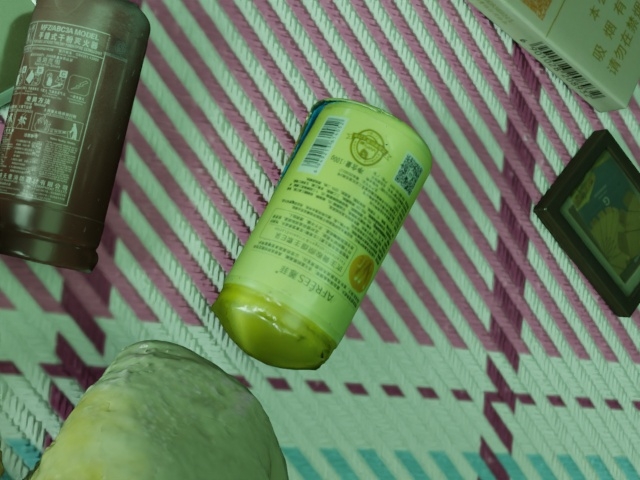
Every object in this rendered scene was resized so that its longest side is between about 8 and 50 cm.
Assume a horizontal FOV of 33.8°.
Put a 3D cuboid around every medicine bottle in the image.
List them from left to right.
[{"bbox_3d":[0.000,0.000,0.934,0.124,0.124,0.239,35,74,-23],"label":"medicine bottle"}]

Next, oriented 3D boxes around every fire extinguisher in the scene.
[{"bbox_3d":[-0.189,-0.113,0.832,0.104,0.104,0.269,15,85,-27],"label":"fire extinguisher"}]

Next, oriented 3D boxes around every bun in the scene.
[{"bbox_3d":[-0.151,0.257,0.709,0.219,0.365,0.365,38,71,-3],"label":"bun"}]

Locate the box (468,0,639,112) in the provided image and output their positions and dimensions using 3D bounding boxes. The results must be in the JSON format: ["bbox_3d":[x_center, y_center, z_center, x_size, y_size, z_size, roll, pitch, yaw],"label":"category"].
[{"bbox_3d":[0.224,-0.318,1.097,0.365,0.051,0.205,33,74,-24],"label":"box"}]

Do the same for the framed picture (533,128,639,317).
[{"bbox_3d":[0.321,-0.018,1.159,0.168,0.023,0.128,48,68,-19],"label":"framed picture"}]

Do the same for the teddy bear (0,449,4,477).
[{"bbox_3d":[-0.345,0.055,0.685,0.222,0.246,0.296,19,50,-45],"label":"teddy bear"}]

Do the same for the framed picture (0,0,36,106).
[{"bbox_3d":[-0.301,-0.162,0.833,0.183,0.011,0.142,-36,105,-25],"label":"framed picture"}]
